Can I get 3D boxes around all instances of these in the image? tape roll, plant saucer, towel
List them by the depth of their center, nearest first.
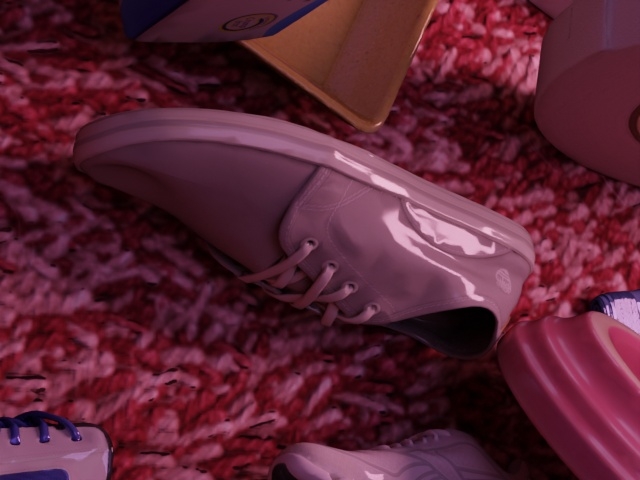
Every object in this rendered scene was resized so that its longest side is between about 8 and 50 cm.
[{"bbox_3d":[0.302,0.177,1.365,0.332,0.332,0.084,37,104,-19],"label":"plant saucer"},{"bbox_3d":[-0.036,-0.303,1.396,0.332,0.081,0.333,34,63,-20],"label":"plant saucer"},{"bbox_3d":[0.393,-0.134,1.437,0.392,0.392,0.072,17,71,-27],"label":"tape roll"},{"bbox_3d":[0.321,0.082,1.555,0.119,0.029,0.067,-5,81,-32],"label":"towel"}]

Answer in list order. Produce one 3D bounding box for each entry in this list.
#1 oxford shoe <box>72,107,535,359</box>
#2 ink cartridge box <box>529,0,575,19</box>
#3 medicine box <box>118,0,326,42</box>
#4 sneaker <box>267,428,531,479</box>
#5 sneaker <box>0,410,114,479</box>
[{"bbox_3d":[0.000,0.000,1.302,0.449,0.169,0.130,20,70,-32],"label":"oxford shoe"},{"bbox_3d":[0.306,-0.295,1.608,0.127,0.072,0.175,31,64,-22],"label":"ink cartridge box"},{"bbox_3d":[-0.056,-0.327,1.184,0.149,0.263,0.289,-6,81,-32],"label":"medicine box"},{"bbox_3d":[0.076,0.214,1.338,0.292,0.110,0.118,24,59,-34],"label":"sneaker"},{"bbox_3d":[-0.262,0.162,1.133,0.182,0.127,0.315,-42,108,-35],"label":"sneaker"}]
